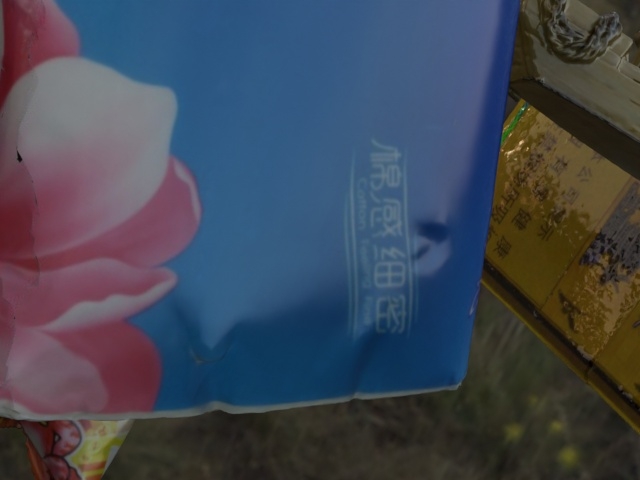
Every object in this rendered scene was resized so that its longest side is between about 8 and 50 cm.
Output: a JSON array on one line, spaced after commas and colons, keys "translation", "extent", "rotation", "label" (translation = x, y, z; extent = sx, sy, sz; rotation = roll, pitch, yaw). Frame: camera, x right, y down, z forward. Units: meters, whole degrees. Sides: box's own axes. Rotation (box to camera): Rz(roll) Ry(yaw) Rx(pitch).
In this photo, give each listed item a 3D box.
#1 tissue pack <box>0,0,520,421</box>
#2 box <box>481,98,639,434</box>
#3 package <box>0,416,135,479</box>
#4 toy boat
[{"translation": [-0.026, -0.081, 0.607], "extent": [0.209, 0.270, 0.137], "rotation": [0, 12, -35], "label": "tissue pack"}, {"translation": [0.230, 0.002, 1.246], "extent": [0.084, 0.193, 0.301], "rotation": [23, 16, -40], "label": "box"}, {"translation": [-0.155, 0.008, 1.085], "extent": [0.108, 0.288, 0.223], "rotation": [19, 4, -39], "label": "package"}, {"translation": [0.174, -0.066, 0.865], "extent": [0.206, 0.072, 0.064], "rotation": [30, -10, -21], "label": "toy boat"}]
